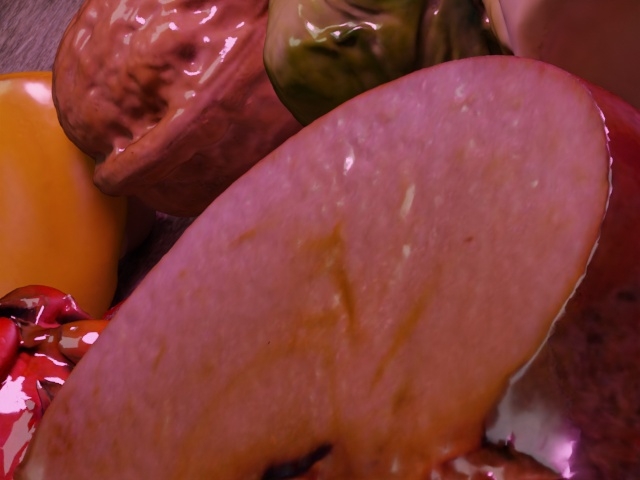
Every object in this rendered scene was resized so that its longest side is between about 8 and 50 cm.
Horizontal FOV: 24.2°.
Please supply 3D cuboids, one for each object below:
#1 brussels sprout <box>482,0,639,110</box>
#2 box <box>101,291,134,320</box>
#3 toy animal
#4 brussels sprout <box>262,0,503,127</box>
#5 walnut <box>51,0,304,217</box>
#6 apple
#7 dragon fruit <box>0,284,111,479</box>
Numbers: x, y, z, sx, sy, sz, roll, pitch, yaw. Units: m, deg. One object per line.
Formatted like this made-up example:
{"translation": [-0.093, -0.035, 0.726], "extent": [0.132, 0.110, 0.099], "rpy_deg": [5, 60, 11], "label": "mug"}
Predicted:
{"translation": [0.198, -0.201, 0.733], "extent": [0.315, 0.276, 0.371], "rpy_deg": [-41, 25, 31], "label": "brussels sprout"}
{"translation": [-0.183, 0.140, 1.233], "extent": [0.055, 0.039, 0.218], "rpy_deg": [-33, 29, 40], "label": "box"}
{"translation": [-0.315, -0.018, 1.463], "extent": [0.345, 0.277, 0.247], "rpy_deg": [-20, 13, 8], "label": "toy animal"}
{"translation": [0.063, -0.148, 0.999], "extent": [0.223, 0.223, 0.161], "rpy_deg": [-42, 9, 21], "label": "brussels sprout"}
{"translation": [-0.107, -0.138, 1.267], "extent": [0.257, 0.224, 0.257], "rpy_deg": [-43, 16, 16], "label": "walnut"}
{"translation": [0.012, 0.119, 0.601], "extent": [0.365, 0.295, 0.329], "rpy_deg": [-29, 6, 36], "label": "apple"}
{"translation": [-0.161, 0.146, 0.932], "extent": [0.307, 0.243, 0.227], "rpy_deg": [-27, 43, 43], "label": "dragon fruit"}
